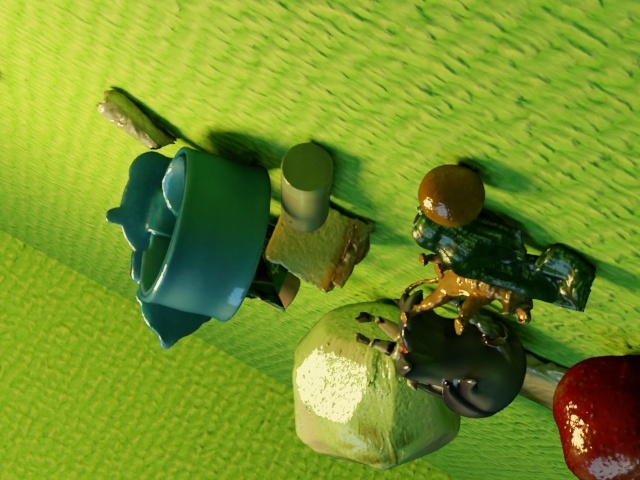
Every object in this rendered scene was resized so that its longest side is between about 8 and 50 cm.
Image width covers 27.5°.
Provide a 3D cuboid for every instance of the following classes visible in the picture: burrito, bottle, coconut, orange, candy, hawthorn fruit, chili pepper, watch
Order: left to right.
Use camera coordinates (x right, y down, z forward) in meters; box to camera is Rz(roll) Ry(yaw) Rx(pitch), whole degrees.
[{"bbox_3d":[-0.274,-0.174,1.960,0.041,0.055,0.149,-27,132,31],"label":"burrito"},{"bbox_3d":[-0.192,0.021,1.925,0.241,0.305,0.274,13,180,-18],"label":"watch"},{"bbox_3d":[-0.109,0.034,2.150,0.141,0.203,0.078,36,128,-14],"label":"candy"},{"bbox_3d":[-0.020,-0.071,1.801,0.072,0.072,0.201,26,166,6],"label":"bottle"},{"bbox_3d":[0.100,0.274,2.328,0.328,0.281,0.328,5,123,8],"label":"coconut"},{"bbox_3d":[0.154,-0.052,1.531,0.085,0.085,0.085,26,166,7],"label":"orange"},{"bbox_3d":[0.230,0.020,1.652,0.253,0.083,0.099,24,157,-1],"label":"chili pepper"},{"bbox_3d":[0.469,0.266,1.841,0.230,0.210,0.266,40,150,-31],"label":"hawthorn fruit"}]

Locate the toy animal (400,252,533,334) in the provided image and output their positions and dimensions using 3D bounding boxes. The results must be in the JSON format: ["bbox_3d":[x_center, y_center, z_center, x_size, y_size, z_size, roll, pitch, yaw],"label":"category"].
[{"bbox_3d":[0.190,0.061,1.879,0.116,0.114,0.255,-13,-171,-24],"label":"toy animal"}]

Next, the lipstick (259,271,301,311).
[{"bbox_3d":[-0.155,0.030,2.216,0.254,0.070,0.070,33,165,-19],"label":"lipstick"}]

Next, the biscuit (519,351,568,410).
[{"bbox_3d":[0.390,0.249,2.248,0.309,0.040,0.204,24,165,16],"label":"biscuit"}]

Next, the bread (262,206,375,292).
[{"bbox_3d":[0.000,0.000,1.980,0.147,0.127,0.152,27,-177,3],"label":"bread"}]

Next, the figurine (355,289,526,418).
[{"bbox_3d":[0.205,0.178,2.089,0.265,0.175,0.197,26,164,-30],"label":"figurine"}]
